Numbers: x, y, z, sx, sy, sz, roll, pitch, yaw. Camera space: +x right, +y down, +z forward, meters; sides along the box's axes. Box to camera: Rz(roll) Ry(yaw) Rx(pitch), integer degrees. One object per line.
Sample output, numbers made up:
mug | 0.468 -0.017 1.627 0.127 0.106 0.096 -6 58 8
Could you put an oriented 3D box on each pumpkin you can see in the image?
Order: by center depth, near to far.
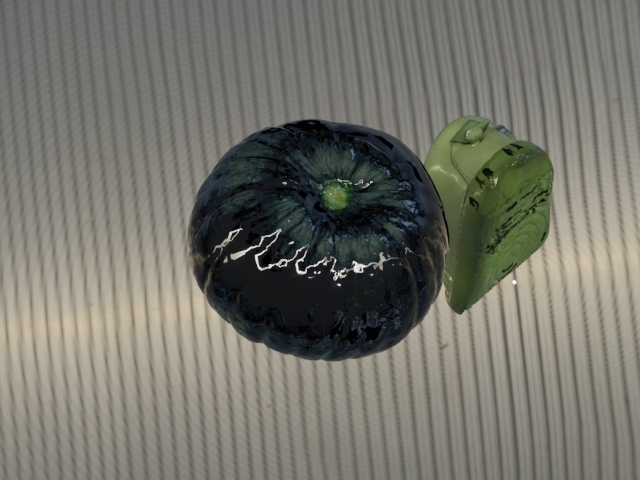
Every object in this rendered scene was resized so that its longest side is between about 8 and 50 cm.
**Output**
pumpkin | 0.000 0.000 0.842 0.202 0.140 0.202 7 54 -9

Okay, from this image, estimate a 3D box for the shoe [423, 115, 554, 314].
shoe | 0.170 -0.033 1.129 0.140 0.262 0.128 -27 66 -9
